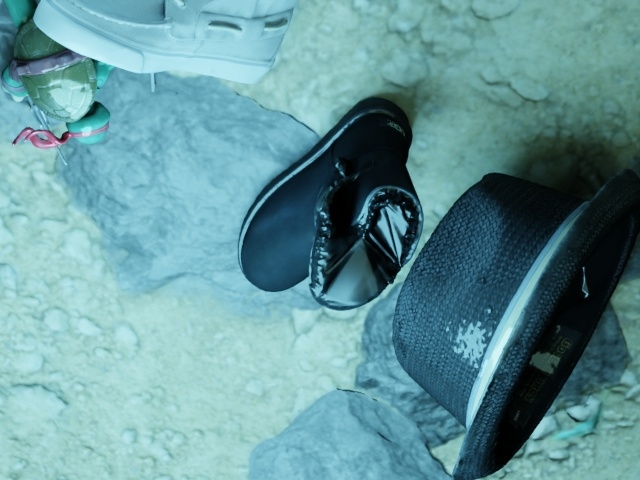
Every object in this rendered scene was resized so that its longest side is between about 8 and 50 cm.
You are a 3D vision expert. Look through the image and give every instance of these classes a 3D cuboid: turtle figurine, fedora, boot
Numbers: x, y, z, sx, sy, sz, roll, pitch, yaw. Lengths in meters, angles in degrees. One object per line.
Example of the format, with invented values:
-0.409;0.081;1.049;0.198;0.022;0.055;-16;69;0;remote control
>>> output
-0.224;-0.174;1.183;0.175;0.118;0.234;-12;113;9;turtle figurine
0.167;0.058;1.248;0.152;0.334;0.334;30;122;20;fedora
0.000;0.000;1.217;0.094;0.207;0.246;34;116;-17;boot
-0.116;-0.210;1.111;0.095;0.258;0.123;42;115;28;boot
